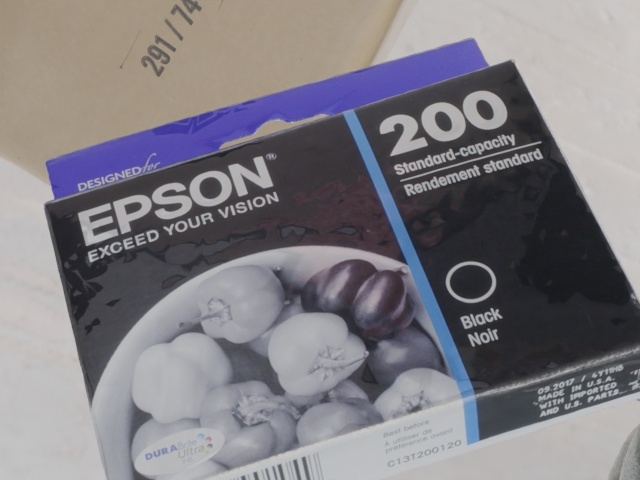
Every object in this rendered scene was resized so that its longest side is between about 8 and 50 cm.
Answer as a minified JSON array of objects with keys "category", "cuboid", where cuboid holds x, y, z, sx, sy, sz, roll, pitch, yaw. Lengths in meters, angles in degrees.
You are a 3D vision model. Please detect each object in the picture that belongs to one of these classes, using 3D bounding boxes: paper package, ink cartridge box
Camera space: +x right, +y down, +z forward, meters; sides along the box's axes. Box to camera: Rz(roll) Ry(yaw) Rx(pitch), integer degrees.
[{"category":"paper package","cuboid":[-0.101,-0.179,1.114,0.309,0.168,0.325,30,114,2]},{"category":"ink cartridge box","cuboid":[0.000,0.000,0.618,0.206,0.208,0.045,-17,141,-6]}]

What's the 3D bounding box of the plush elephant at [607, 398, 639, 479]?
[{"category":"plush elephant","cuboid":[0.292,0.210,1.162,0.272,0.330,0.255,-32,157,2]}]
